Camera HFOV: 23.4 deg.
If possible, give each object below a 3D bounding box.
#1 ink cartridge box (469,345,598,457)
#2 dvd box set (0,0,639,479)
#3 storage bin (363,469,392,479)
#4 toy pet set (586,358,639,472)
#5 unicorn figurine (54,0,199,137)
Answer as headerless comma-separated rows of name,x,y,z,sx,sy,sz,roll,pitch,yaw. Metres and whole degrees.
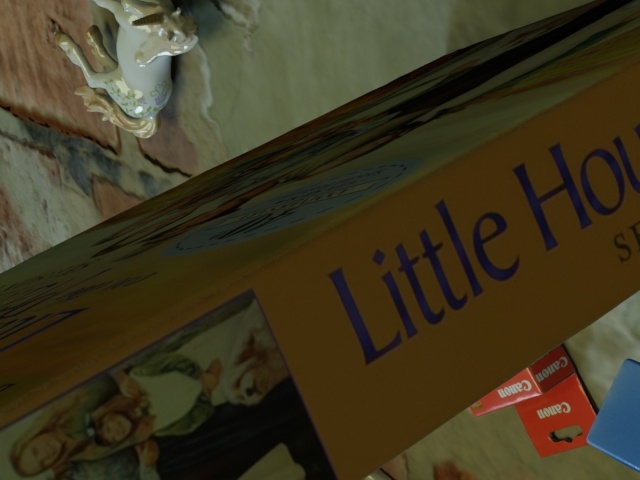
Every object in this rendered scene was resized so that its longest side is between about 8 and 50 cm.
ink cartridge box,0.096,0.063,0.800,0.115,0.029,0.063,61,146,1
dvd box set,0.000,0.000,0.529,0.307,0.420,0.062,-12,104,56
storage bin,0.051,0.316,0.960,0.260,0.123,0.262,38,140,32
toy pet set,0.181,0.088,0.673,0.114,0.065,0.122,26,132,41
unicorn figurine,-0.112,-0.123,0.925,0.111,0.060,0.162,43,158,25
